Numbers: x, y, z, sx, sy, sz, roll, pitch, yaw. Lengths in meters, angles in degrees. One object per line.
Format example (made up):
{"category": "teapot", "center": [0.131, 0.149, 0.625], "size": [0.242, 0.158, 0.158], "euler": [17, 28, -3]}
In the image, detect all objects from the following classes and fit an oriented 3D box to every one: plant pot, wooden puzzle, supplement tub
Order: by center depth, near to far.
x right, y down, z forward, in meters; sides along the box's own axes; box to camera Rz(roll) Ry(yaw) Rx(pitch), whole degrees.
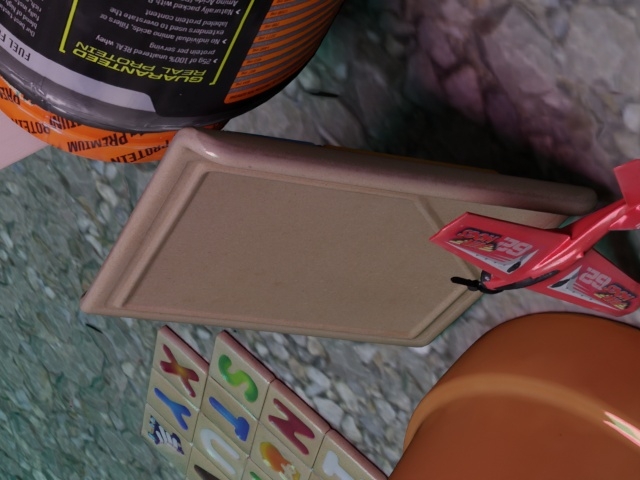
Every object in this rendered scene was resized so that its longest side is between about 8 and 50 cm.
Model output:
{"category": "supplement tub", "center": [-0.061, -0.188, 0.650], "size": [0.207, 0.207, 0.338], "euler": [47, 146, 8]}
{"category": "wooden puzzle", "center": [0.000, 0.000, 0.792], "size": [0.239, 0.221, 0.044], "euler": [135, 138, -59]}
{"category": "plant pot", "center": [0.128, 0.214, 0.801], "size": [0.291, 0.203, 0.290], "euler": [30, 140, 29]}

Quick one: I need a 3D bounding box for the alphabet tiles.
{"category": "alphabet tiles", "center": [-0.019, 0.225, 1.164], "size": [0.342, 0.011, 0.285], "euler": [40, 145, 18]}

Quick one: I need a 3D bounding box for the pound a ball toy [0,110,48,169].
{"category": "pound a ball toy", "center": [-0.265, -0.202, 0.873], "size": [0.319, 0.136, 0.208], "euler": [65, 169, -17]}

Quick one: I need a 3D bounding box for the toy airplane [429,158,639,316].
{"category": "toy airplane", "center": [0.127, -0.002, 0.703], "size": [0.151, 0.151, 0.028], "euler": [133, 141, -57]}
